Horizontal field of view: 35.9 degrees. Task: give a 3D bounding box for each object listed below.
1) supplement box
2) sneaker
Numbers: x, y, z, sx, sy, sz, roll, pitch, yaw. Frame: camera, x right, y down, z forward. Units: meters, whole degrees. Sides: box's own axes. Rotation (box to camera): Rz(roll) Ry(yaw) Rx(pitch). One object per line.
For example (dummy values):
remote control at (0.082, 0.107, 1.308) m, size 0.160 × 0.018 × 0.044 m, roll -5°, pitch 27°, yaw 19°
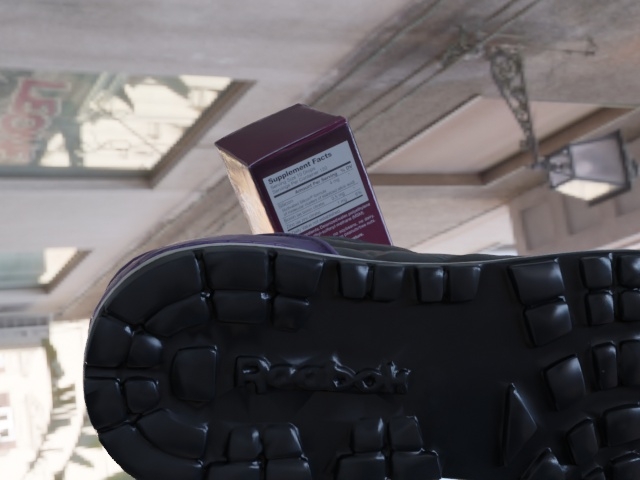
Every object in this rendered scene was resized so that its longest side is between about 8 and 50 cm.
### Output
supplement box at (0.000, 0.000, 0.751) m, size 0.188 × 0.080 × 0.104 m, roll 68°, pitch -12°, yaw -21°
sneaker at (0.055, 0.040, 0.386) m, size 0.124 × 0.283 × 0.107 m, roll -139°, pitch -120°, yaw -77°
